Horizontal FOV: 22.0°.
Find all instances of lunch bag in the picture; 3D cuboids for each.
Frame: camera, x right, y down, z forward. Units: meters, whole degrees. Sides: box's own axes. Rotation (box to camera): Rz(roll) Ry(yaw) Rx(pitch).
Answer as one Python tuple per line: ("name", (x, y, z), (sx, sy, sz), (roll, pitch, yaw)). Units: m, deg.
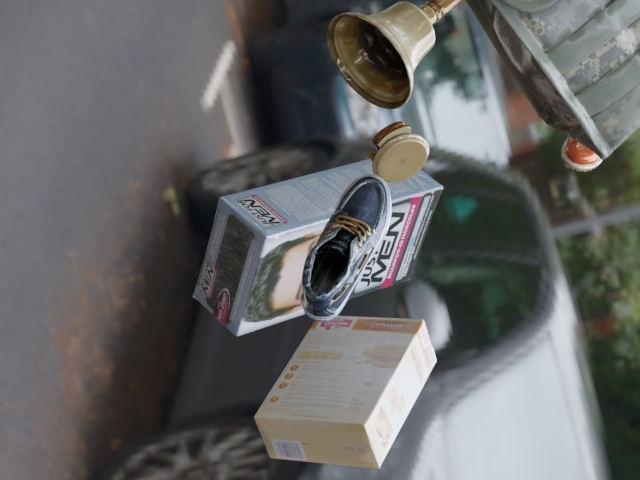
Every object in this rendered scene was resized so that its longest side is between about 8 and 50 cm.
("lunch bag", (0.255, -0.267, 1.539), (0.287, 0.235, 0.169), (51, -1, -24))

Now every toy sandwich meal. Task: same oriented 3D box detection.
("toy sandwich meal", (0.096, -0.109, 2.052), (0.029, 0.085, 0.086), (61, -5, 41))

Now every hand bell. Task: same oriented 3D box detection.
("hand bell", (0.135, -0.269, 1.905), (0.126, 0.242, 0.126), (36, -30, 25))

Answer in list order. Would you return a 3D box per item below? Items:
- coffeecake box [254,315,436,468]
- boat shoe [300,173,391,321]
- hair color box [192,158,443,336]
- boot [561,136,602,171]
("coffeecake box", (0.031, 0.169, 1.888), (0.185, 0.142, 0.068), (-56, 137, -45))
("boat shoe", (0.032, -0.002, 1.815), (0.083, 0.065, 0.183), (90, 22, -70))
("hair color box", (0.000, 0.000, 2.488), (0.113, 0.374, 0.185), (41, -51, 32))
("boot", (0.388, -0.164, 2.301), (0.158, 0.059, 0.085), (-50, 163, -36))
